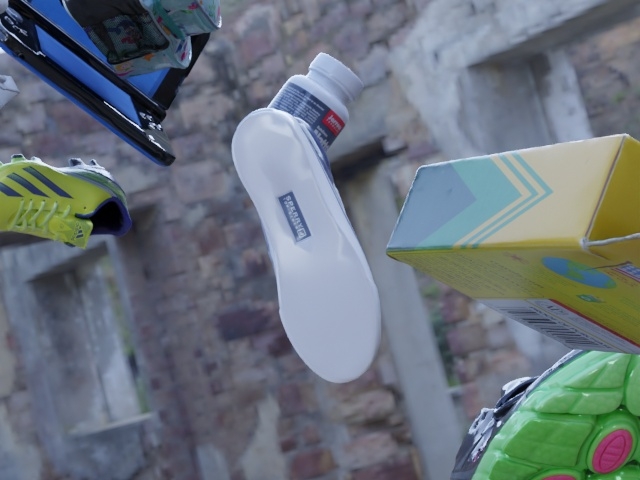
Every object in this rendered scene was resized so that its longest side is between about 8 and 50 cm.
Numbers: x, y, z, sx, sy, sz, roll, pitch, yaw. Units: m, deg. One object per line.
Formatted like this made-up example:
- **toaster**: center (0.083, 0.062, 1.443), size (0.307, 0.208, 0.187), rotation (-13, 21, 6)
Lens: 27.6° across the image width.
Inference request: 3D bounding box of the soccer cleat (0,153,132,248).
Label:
- **soccer cleat**: center (-0.347, -0.040, 1.661), size (0.093, 0.121, 0.289), rotation (-43, -16, 27)

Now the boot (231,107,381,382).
- **boot**: center (0.000, 0.000, 0.893), size (0.069, 0.190, 0.086), rotation (-17, 0, 14)

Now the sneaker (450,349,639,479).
- **sneaker**: center (0.239, 0.202, 1.368), size (0.185, 0.202, 0.483), rotation (19, -40, -11)

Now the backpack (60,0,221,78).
- **backpack**: center (-0.225, -0.327, 1.630), size (0.191, 0.225, 0.253), rotation (-9, -19, 2)

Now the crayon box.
- **crayon box**: center (0.208, 0.013, 0.905), size (0.202, 0.081, 0.318), rotation (27, -11, -22)

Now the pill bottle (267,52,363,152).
- **pill bottle**: center (-0.022, -0.174, 1.872), size (0.180, 0.108, 0.108), rotation (-53, -2, -4)

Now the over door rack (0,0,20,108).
- **over door rack**: center (-0.375, -0.275, 1.215), size (0.108, 0.239, 0.324), rotation (-29, -10, -3)

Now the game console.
- **game console**: center (-0.276, -0.275, 1.731), size (0.173, 0.293, 0.250), rotation (-48, 29, 9)
